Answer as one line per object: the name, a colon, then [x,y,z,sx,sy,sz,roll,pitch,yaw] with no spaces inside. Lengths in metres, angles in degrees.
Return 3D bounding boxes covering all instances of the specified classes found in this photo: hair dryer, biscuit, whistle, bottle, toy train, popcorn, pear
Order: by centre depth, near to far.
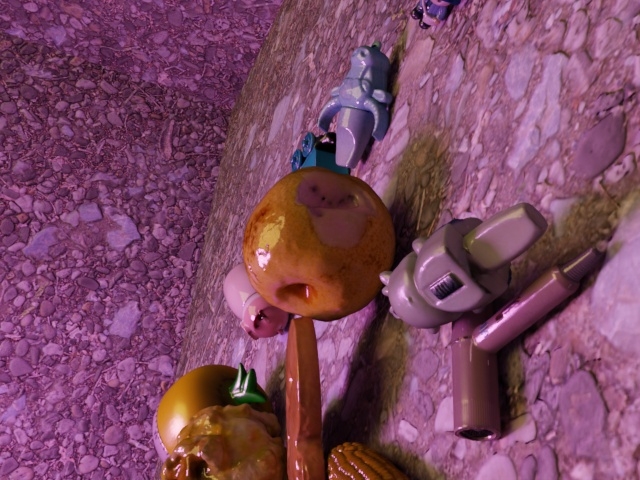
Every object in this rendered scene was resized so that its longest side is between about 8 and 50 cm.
hair dryer: [0.221,0.098,0.695,0.220,0.054,0.195,-40,36,50]
whistle: [0.152,0.031,0.719,0.092,0.110,0.244,-40,-4,-44]
biscuit: [-0.031,0.301,1.056,0.275,0.052,0.354,-123,30,-78]
pear: [0.000,0.000,1.105,0.271,0.271,0.271,-164,90,-73]
popcorn: [-0.163,0.415,1.197,0.256,0.255,0.194,35,132,35]
whistle: [0.086,-0.289,1.376,0.186,0.093,0.273,19,96,46]
toy train: [-0.005,-0.164,1.524,0.198,0.107,0.154,133,141,-56]
bottle: [-0.151,0.158,1.621,0.147,0.148,0.236,-69,26,15]

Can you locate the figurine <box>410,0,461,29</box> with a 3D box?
figurine: [0.215,-0.438,1.158,0.087,0.086,0.149,-36,-4,-15]

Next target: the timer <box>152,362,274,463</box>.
timer: [-0.207,0.375,1.412,0.285,0.285,0.285,-164,90,-73]

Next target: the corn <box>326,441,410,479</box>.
corn: [0.069,0.335,0.856,0.262,0.097,0.097,-178,104,-75]
